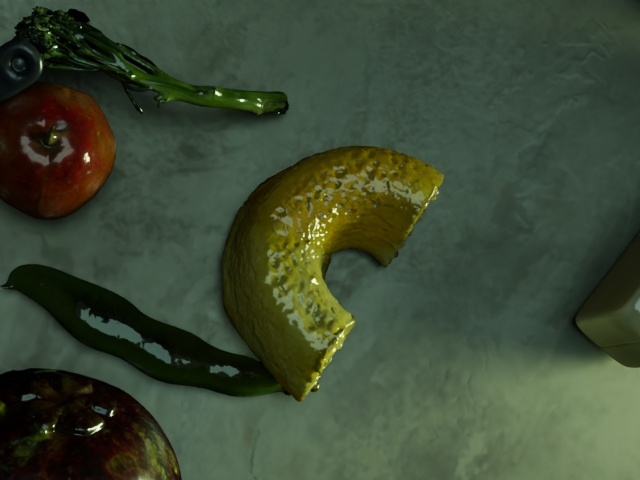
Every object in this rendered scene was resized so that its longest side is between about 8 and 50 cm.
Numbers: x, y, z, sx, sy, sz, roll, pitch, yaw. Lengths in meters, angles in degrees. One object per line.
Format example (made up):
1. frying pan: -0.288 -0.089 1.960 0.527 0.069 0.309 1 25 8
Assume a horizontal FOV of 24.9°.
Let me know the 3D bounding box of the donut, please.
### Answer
1. donut: -0.006 0.002 1.329 0.152 0.101 0.259 32 73 0

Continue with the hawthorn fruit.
1. hawthorn fruit: -0.248 -0.079 1.284 0.125 0.140 0.125 2 112 5

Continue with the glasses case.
1. glasses case: 0.386 -0.027 1.387 0.076 0.144 0.336 41 78 -4

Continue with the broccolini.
1. broccolini: -0.158 -0.162 1.343 0.271 0.062 0.123 12 37 -25

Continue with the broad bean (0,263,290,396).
1. broad bean: -0.150 0.095 1.318 0.297 0.043 0.060 24 61 -8

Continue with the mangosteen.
1. mangosteen: -0.248 0.242 1.213 0.231 0.231 0.289 30 115 -6

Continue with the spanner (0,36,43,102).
1. spanner: -0.371 -0.076 1.255 0.316 0.024 0.087 -30 100 8
